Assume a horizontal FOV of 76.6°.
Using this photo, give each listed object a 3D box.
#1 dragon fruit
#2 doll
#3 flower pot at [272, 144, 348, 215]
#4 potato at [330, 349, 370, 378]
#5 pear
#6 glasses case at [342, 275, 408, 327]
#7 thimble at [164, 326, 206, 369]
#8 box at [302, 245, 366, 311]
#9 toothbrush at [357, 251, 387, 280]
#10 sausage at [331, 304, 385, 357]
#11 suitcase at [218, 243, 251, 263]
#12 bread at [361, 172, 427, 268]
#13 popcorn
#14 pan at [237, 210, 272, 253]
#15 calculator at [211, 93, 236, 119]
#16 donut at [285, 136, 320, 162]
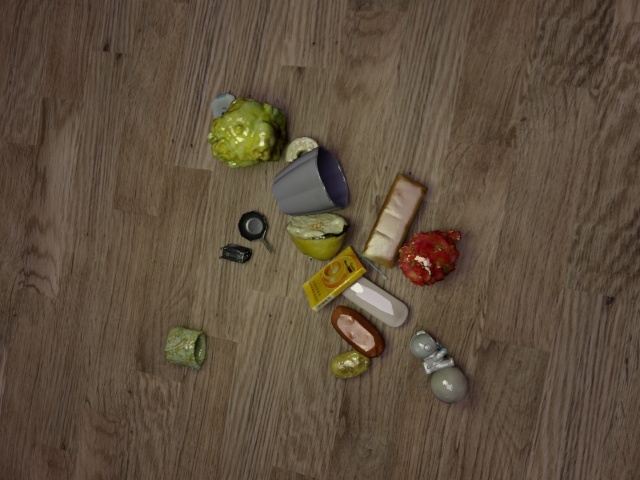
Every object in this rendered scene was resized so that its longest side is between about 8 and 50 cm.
[{"bbox_3d":[0.424,0.055,1.548,0.268,0.210,0.205,-41,64,-9],"label":"dragon fruit"},{"bbox_3d":[0.448,0.482,1.570,0.151,0.151,0.287,-35,79,11],"label":"doll"},{"bbox_3d":[-0.051,-0.213,1.624,0.243,0.265,0.264,-19,86,23],"label":"flower pot"},{"bbox_3d":[0.123,0.512,1.673,0.171,0.080,0.107,-15,75,14],"label":"potato"},{"bbox_3d":[-0.001,-0.001,1.659,0.267,0.266,0.177,-3,121,13],"label":"pear"},{"bbox_3d":[0.217,0.240,1.650,0.297,0.075,0.113,33,95,10],"label":"glasses case"},{"bbox_3d":[-0.600,0.485,1.811,0.144,0.137,0.190,4,106,11],"label":"thimble"},{"bbox_3d":[0.053,0.157,1.663,0.269,0.043,0.152,-40,40,11],"label":"box"},{"bbox_3d":[0.215,0.106,1.683,0.167,0.011,0.014,44,105,9],"label":"toothbrush"},{"bbox_3d":[0.151,0.368,1.640,0.258,0.133,0.133,40,98,13],"label":"sausage"},{"bbox_3d":[-0.371,0.058,1.781,0.126,0.086,0.059,14,108,13],"label":"suitcase"},{"bbox_3d":[0.300,-0.078,1.629,0.138,0.077,0.361,25,96,13],"label":"bread"},{"bbox_3d":[-0.301,-0.431,1.667,0.313,0.312,0.311,0,90,13],"label":"popcorn"},{"bbox_3d":[-0.284,-0.027,1.778,0.129,0.048,0.201,-15,85,14],"label":"pan"},{"bbox_3d":[-0.418,-0.549,1.812,0.121,0.039,0.210,-12,88,14],"label":"calculator"},{"bbox_3d":[-0.067,-0.383,1.718,0.166,0.065,0.108,0,90,14],"label":"donut"}]
